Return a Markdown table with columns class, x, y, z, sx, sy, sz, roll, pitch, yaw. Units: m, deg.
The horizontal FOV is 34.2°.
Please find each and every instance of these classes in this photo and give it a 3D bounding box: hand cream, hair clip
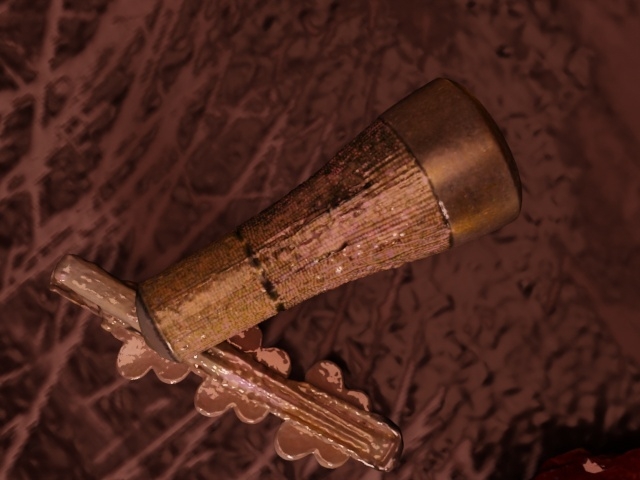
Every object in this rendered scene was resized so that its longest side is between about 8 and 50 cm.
| class | x | y | z | sx | sy | sz | roll | pitch | yaw |
| --- | --- | --- | --- | --- | --- | --- | --- | --- | --- |
| hand cream | 0.000 | 0.000 | 0.528 | 0.203 | 0.084 | 0.084 | -30 | 89 | -4 |
| hair clip | -0.055 | 0.069 | 0.574 | 0.214 | 0.056 | 0.062 | 30 | 79 | -4 |

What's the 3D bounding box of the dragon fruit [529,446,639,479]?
| class | x | y | z | sx | sy | sz | roll | pitch | yaw |
| --- | --- | --- | --- | --- | --- | --- | --- | --- | --- |
| dragon fruit | 0.141 | 0.235 | 0.518 | 0.205 | 0.152 | 0.317 | 33 | 58 | 23 |
